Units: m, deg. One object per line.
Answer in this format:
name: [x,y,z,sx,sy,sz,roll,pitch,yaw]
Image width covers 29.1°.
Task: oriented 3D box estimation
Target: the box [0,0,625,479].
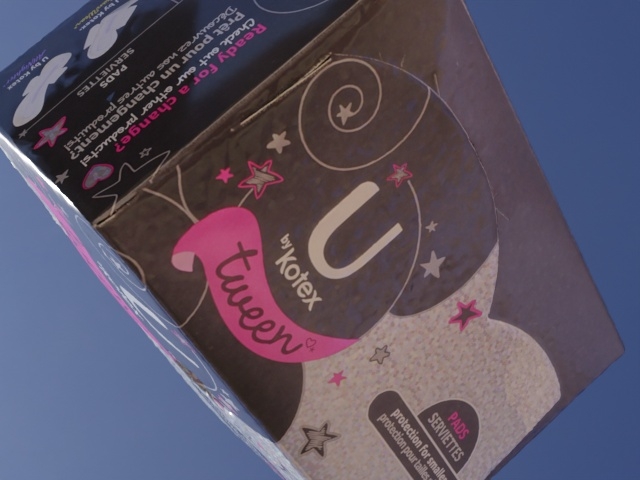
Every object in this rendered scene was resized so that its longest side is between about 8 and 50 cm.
box: [0.000,0.000,0.533,0.163,0.247,0.142,-42,-141,-10]
